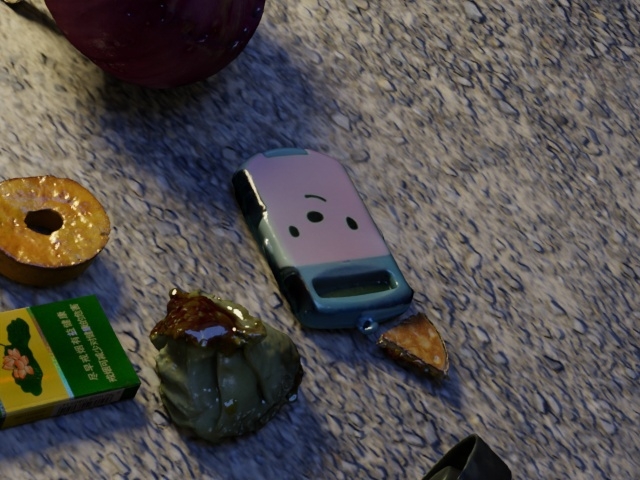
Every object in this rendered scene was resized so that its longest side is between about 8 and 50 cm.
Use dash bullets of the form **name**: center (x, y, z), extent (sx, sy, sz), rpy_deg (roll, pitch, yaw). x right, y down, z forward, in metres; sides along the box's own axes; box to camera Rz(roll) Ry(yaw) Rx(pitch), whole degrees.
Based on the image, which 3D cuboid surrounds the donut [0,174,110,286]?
- **donut**: center (-0.321, -0.008, 2.018), extent (0.152, 0.058, 0.152), rpy_deg (14, 46, -15)

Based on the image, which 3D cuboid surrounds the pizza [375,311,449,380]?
- **pizza**: center (0.119, 0.125, 2.151), extent (0.100, 0.029, 0.099), rpy_deg (29, 35, -4)

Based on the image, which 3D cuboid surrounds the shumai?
- **shumai**: center (-0.097, 0.117, 1.960), extent (0.184, 0.142, 0.184), rpy_deg (12, 48, -14)

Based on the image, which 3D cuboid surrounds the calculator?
- **calculator**: center (0.000, 0.000, 2.183), extent (0.173, 0.051, 0.293), rpy_deg (-6, 54, -33)

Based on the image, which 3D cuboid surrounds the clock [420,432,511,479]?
- **clock**: center (0.090, 0.319, 1.778), extent (0.055, 0.280, 0.280), rpy_deg (39, 44, 1)

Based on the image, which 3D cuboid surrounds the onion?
- **onion**: center (-0.234, -0.358, 2.239), extent (0.358, 0.345, 0.358), rpy_deg (18, 56, -29)

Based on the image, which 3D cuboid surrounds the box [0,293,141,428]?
- **box**: center (-0.325, 0.135, 1.901), extent (0.235, 0.034, 0.132), rpy_deg (-11, 57, -35)
